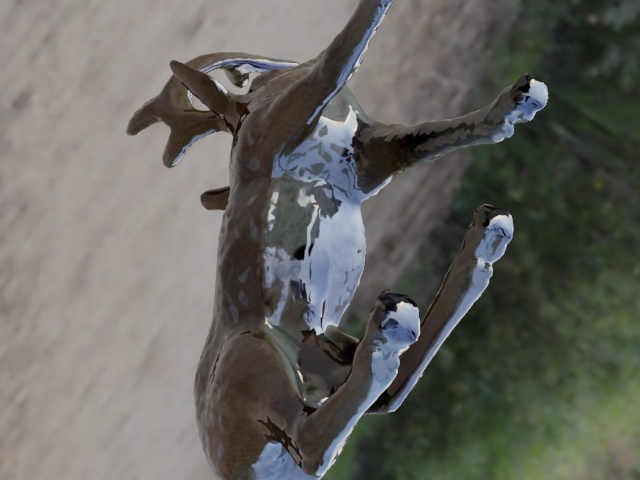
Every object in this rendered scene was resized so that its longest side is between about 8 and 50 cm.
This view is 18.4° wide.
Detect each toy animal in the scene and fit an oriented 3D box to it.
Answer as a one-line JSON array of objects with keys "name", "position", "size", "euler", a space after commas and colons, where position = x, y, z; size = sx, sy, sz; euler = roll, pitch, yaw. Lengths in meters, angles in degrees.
[{"name": "toy animal", "position": [-0.017, -0.009, 0.714], "size": [0.260, 0.087, 0.243], "euler": [-37, -149, 56]}]
